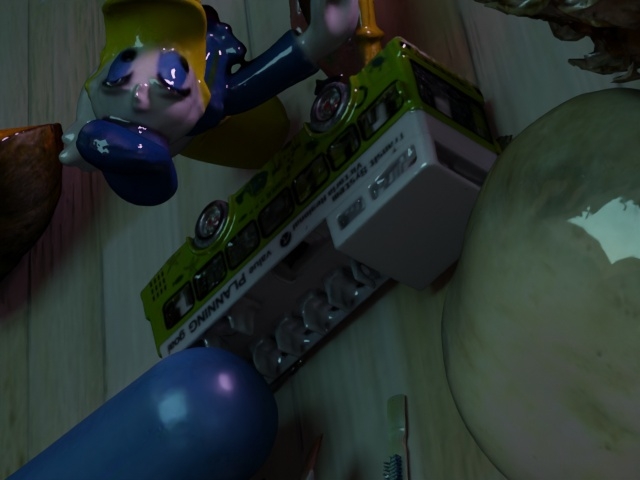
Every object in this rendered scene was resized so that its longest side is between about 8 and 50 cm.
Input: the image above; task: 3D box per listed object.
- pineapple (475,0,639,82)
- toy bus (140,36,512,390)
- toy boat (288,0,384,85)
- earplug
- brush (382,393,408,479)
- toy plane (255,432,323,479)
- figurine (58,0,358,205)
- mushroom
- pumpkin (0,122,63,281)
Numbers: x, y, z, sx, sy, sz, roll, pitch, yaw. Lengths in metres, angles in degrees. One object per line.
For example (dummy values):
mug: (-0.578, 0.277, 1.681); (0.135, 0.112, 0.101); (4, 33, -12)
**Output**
pineapple: (0.186, -0.232, 0.751); (0.300, 0.352, 0.352); (34, 95, 27)
toy bus: (0.000, 0.000, 1.158); (0.301, 0.113, 0.139); (-43, 40, 26)
toy boat: (0.018, -0.234, 1.297); (0.141, 0.099, 0.318); (98, 172, -57)
earplug: (-0.135, 0.174, 1.160); (0.273, 0.132, 0.132); (-41, 41, 33)
brush: (0.051, 0.143, 1.085); (0.016, 0.013, 0.084); (-30, 46, 38)
toy plane: (-0.079, 0.289, 1.070); (0.326, 0.104, 0.223); (-54, 11, 16)
figurine: (-0.079, -0.121, 1.131); (0.283, 0.204, 0.338); (-39, 12, 25)
mushroom: (0.195, 0.029, 0.835); (0.260, 0.254, 0.234); (1, 32, 46)
pumpkin: (-0.323, -0.024, 1.560); (0.312, 0.148, 0.169); (-3, 104, 57)
